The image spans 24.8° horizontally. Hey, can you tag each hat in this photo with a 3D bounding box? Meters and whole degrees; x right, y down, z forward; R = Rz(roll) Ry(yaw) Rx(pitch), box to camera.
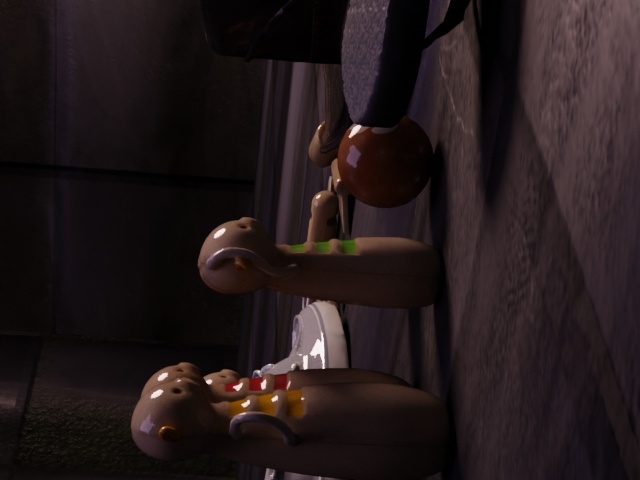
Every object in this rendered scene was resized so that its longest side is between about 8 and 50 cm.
[{"bbox_3d":[-0.034,-0.226,1.006,0.331,0.134,0.331,-176,90,-86],"label":"hat"}]

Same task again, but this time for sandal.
[{"bbox_3d":[0.061,-0.175,0.712,0.097,0.054,0.254,134,150,-71],"label":"sandal"}]

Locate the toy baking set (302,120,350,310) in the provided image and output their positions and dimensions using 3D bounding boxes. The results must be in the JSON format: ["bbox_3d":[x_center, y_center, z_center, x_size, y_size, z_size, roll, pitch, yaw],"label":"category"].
[{"bbox_3d":[0.001,-0.007,1.333,0.256,0.030,0.197,151,123,-84],"label":"toy baking set"}]

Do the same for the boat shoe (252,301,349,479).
[{"bbox_3d":[-0.020,0.130,1.158,0.227,0.081,0.079,-92,8,-50],"label":"boat shoe"}]

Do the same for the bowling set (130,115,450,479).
[{"bbox_3d":[-0.020,0.027,0.815,0.287,0.154,0.200,130,144,-81],"label":"bowling set"}]
